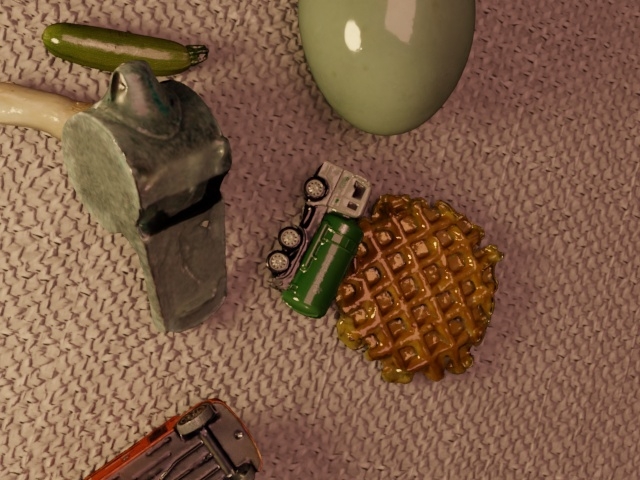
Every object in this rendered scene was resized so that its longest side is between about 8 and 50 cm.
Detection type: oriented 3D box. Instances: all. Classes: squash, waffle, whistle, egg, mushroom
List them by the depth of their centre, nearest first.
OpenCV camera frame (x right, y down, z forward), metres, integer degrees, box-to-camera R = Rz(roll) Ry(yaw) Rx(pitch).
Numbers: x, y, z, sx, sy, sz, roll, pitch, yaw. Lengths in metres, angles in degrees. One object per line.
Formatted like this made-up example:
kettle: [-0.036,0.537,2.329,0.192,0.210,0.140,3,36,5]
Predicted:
whistle: [-0.228,-0.059,1.300,0.168,0.188,0.404,-32,103,-38]
mushroom: [-0.432,-0.192,1.326,0.209,0.071,0.084,15,115,-13]
squash: [-0.303,-0.291,1.362,0.252,0.066,0.066,7,88,-16]
egg: [0.102,-0.358,1.371,0.276,0.276,0.388,1,88,-16]
waffle: [0.162,0.085,1.494,0.302,0.068,0.324,20,83,-15]

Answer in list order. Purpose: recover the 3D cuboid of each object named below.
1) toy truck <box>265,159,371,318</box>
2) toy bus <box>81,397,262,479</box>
toy truck: [0.000,0.000,1.415,0.125,0.101,0.242,24,83,5]
toy bus: [-0.257,0.372,1.327,0.329,0.153,0.143,-35,100,-12]
